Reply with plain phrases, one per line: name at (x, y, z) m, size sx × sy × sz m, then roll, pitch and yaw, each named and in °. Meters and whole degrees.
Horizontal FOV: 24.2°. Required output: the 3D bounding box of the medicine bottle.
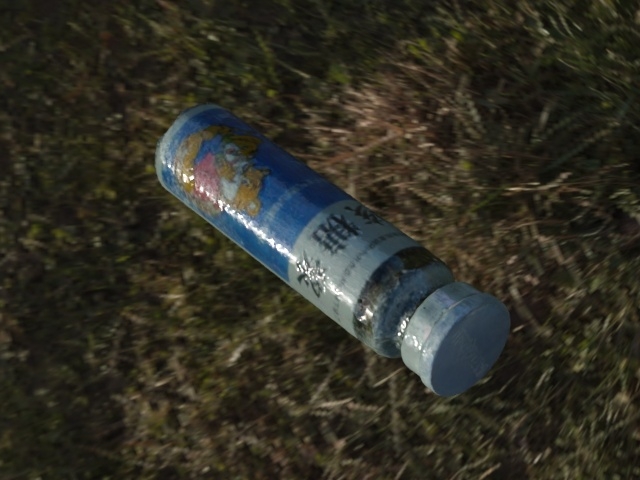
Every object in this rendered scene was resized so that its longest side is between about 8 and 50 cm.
medicine bottle at (0.000, 0.000, 0.664) m, size 0.191 × 0.051 × 0.051 m, roll 36°, pitch 102°, yaw 35°
